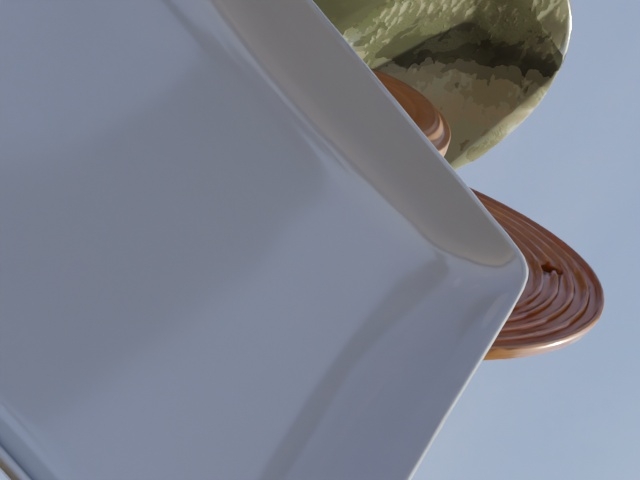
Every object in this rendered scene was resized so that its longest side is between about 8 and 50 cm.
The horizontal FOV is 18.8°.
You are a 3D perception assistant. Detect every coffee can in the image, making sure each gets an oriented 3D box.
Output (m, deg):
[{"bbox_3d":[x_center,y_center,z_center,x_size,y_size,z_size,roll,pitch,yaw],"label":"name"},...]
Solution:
[{"bbox_3d":[-0.005,-0.185,1.024,0.202,0.275,0.201,-12,-37,-9],"label":"coffee can"}]

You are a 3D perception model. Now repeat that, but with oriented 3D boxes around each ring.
[{"bbox_3d":[0.000,0.000,1.129,0.337,0.336,0.032,22,-70,18],"label":"ring"}]

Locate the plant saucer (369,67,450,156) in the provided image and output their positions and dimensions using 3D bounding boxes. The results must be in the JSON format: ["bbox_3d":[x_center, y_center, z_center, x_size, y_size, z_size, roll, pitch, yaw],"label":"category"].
[{"bbox_3d":[0.018,-0.058,0.854,0.083,0.083,0.013,26,-62,13],"label":"plant saucer"}]

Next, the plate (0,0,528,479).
[{"bbox_3d":[-0.063,-0.007,0.707,0.045,0.278,0.277,-29,-73,40],"label":"plate"}]
